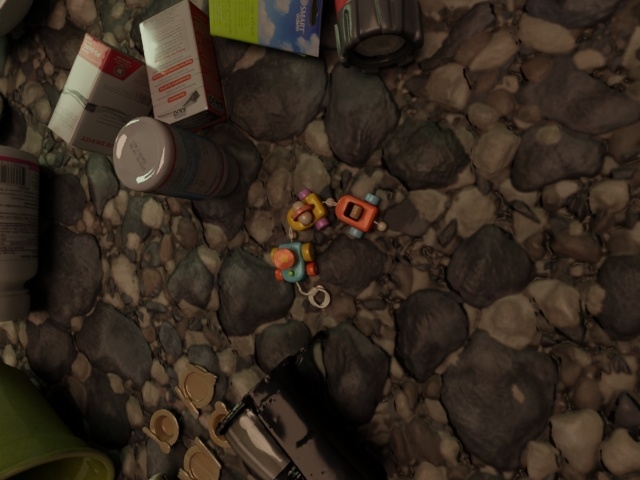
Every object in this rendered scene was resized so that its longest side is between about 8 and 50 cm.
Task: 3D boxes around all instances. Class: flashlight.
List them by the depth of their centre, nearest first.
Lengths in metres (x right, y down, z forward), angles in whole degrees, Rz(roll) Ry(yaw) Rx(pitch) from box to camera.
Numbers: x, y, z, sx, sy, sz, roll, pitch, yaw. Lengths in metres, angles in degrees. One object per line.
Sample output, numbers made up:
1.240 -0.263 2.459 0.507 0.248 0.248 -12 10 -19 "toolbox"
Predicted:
0.056 -0.362 0.504 0.103 0.103 0.304 -4 86 -4 "flashlight"

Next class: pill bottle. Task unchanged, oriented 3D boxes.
-0.178 -0.098 0.558 0.087 0.160 0.087 0 89 22 "pill bottle"
-0.567 -0.009 0.716 0.160 0.160 0.283 -1 88 22 "pill bottle"

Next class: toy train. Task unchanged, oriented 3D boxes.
0.000 0.000 0.546 0.125 0.046 0.166 33 100 20 "toy train"

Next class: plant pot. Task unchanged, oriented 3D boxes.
-0.508 0.337 0.651 0.254 0.276 0.276 37 102 31 "plant pot"

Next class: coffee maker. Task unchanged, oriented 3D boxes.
-0.008 0.235 0.505 0.178 0.120 0.171 43 104 17 "coffee maker"

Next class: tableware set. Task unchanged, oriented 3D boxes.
-0.183 0.275 0.629 0.141 0.020 0.169 36 102 19 "tableware set"

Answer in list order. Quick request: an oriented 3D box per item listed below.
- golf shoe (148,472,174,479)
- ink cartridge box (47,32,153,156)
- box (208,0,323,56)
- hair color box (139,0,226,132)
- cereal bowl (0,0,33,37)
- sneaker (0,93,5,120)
-0.260 0.433 0.631 0.085 0.067 0.186 8 92 24 "golf shoe"
-0.321 -0.210 0.647 0.063 0.109 0.150 35 101 18 "ink cartridge box"
-0.066 -0.312 0.557 0.178 0.042 0.109 21 127 21 "box"
-0.203 -0.249 0.631 0.093 0.053 0.167 -13 83 20 "hair color box"
-0.655 -0.504 0.743 0.338 0.141 0.339 -1 100 -4 "cereal bowl"
-0.711 -0.288 0.801 0.283 0.122 0.110 47 106 17 "sneaker"
